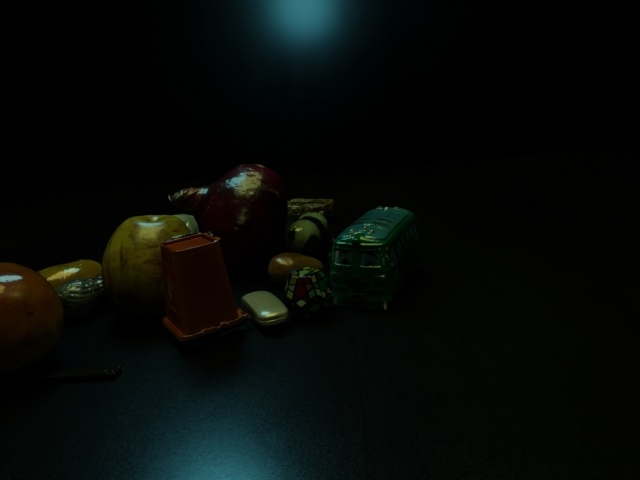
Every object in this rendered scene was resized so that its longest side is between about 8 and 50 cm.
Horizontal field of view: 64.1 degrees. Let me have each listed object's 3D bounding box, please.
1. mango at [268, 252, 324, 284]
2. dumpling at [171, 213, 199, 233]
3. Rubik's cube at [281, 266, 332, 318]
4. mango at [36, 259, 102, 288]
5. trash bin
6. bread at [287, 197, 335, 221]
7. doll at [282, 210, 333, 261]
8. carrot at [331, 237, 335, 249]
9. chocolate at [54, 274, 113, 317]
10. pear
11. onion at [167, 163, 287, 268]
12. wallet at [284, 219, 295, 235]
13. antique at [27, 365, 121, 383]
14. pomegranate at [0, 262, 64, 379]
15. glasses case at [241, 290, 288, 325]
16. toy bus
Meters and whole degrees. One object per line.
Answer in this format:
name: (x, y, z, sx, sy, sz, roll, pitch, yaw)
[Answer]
mango: (-0.076, 0.082, 1.508, 0.163, 0.090, 0.111, -6, 25, -37)
dumpling: (-0.464, 0.018, 1.794, 0.226, 0.244, 0.175, 12, -17, 3)
Rubik's cube: (-0.033, 0.130, 1.275, 0.133, 0.133, 0.112, 13, 54, 48)
mango: (-0.779, 0.136, 1.496, 0.294, 0.120, 0.177, -19, 18, -39)
trash bin: (-0.278, 0.107, 1.210, 0.184, 0.239, 0.161, -14, 18, -32)
bread: (-0.058, -0.122, 2.184, 0.222, 0.096, 0.181, 3, 18, 20)
doll: (-0.042, -0.014, 1.707, 0.143, 0.135, 0.234, -1, 22, 22)
carrot: (0.000, 0.000, 1.821, 0.271, 0.062, 0.066, 12, -9, 37)
chocolate: (-0.634, 0.148, 1.442, 0.248, 0.110, 0.110, -20, 21, -41)
pear: (-0.452, 0.065, 1.378, 0.280, 0.281, 0.281, -5, 16, 2)
onion: (-0.290, -0.091, 1.630, 0.384, 0.348, 0.347, 17, 7, -22)
wallet: (-0.238, -0.018, 1.899, 0.317, 0.045, 0.172, -11, 15, 20)
antique: (-0.520, 0.284, 1.083, 0.191, 0.015, 0.031, -5, 16, 4)
pomegranate: (-0.693, 0.175, 1.107, 0.263, 0.265, 0.264, -5, 16, 2)
glasses case: (-0.142, 0.168, 1.283, 0.080, 0.051, 0.204, -10, 13, -20)
toy bus: (0.155, 0.033, 1.401, 0.183, 0.200, 0.343, 3, 20, 24)
